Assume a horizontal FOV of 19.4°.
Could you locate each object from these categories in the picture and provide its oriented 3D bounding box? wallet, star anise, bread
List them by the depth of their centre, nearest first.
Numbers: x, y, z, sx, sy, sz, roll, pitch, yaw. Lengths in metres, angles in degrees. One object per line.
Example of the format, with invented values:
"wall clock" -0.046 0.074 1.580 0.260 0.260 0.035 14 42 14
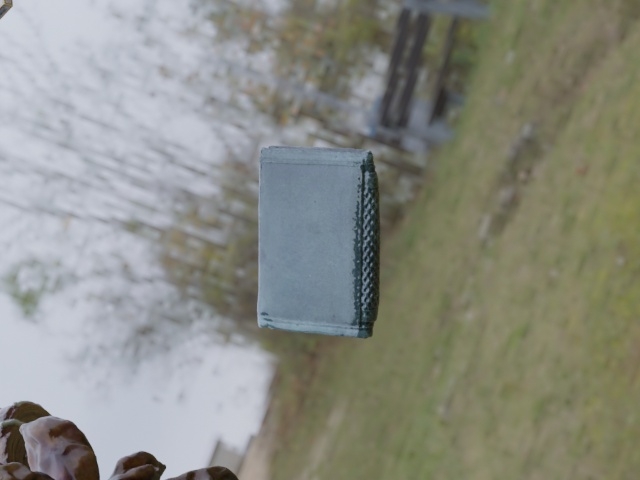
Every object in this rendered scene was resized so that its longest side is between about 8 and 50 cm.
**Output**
"star anise" -0.161 0.196 1.257 0.212 0.196 0.111 -46 -20 -22
"wallet" 0.000 0.000 1.286 0.026 0.088 0.129 -18 -70 -66
"bread" -0.309 0.245 1.944 0.073 0.160 0.160 -26 9 18

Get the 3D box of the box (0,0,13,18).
"box" -0.276 -0.227 1.579 0.046 0.012 0.083 -32 61 53
